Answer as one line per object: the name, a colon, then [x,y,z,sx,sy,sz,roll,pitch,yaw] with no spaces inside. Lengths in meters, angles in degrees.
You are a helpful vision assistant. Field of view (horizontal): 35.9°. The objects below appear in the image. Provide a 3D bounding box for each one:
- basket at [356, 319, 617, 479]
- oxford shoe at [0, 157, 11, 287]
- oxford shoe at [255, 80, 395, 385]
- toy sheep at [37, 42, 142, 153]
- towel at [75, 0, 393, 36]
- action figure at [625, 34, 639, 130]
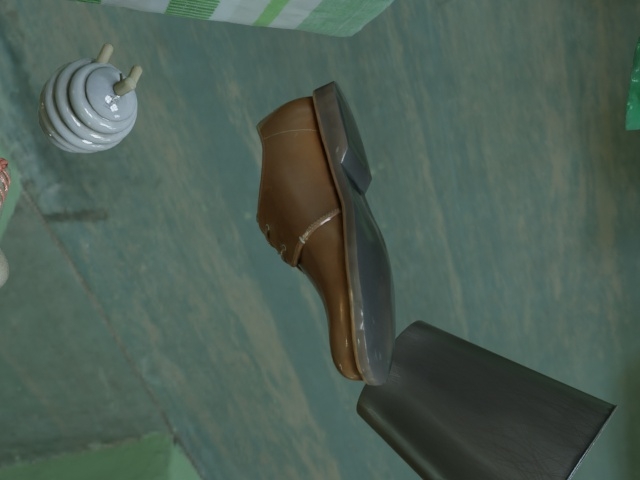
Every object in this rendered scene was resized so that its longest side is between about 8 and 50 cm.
basket: [0.167,0.198,1.069,0.204,0.227,0.154,-56,161,1]
oxford shoe: [-0.352,-0.046,0.937,0.130,0.348,0.123,-36,129,-18]
oxford shoe: [0.000,0.000,0.625,0.076,0.212,0.076,-18,146,11]
toy sheep: [-0.201,-0.121,0.870,0.091,0.091,0.132,28,150,-29]
towel: [-0.100,-0.197,0.655,0.325,0.038,0.248,4,176,-15]
action figure: [0.285,-0.191,0.724,0.137,0.063,0.232,-9,129,13]
